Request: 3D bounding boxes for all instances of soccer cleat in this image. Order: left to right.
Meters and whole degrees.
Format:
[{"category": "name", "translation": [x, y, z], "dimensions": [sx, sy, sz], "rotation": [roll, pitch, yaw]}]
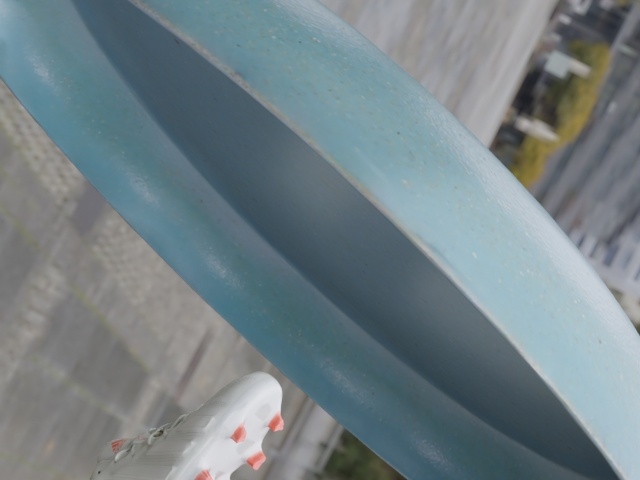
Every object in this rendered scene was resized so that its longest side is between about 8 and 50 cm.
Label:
[{"category": "soccer cleat", "translation": [-0.095, 0.136, 0.951], "dimensions": [0.068, 0.076, 0.196], "rotation": [-8, 144, -53]}]

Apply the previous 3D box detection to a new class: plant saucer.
[{"category": "plant saucer", "translation": [0.000, 0.000, 0.514], "dimensions": [0.044, 0.317, 0.317], "rotation": [-47, 172, -13]}]
